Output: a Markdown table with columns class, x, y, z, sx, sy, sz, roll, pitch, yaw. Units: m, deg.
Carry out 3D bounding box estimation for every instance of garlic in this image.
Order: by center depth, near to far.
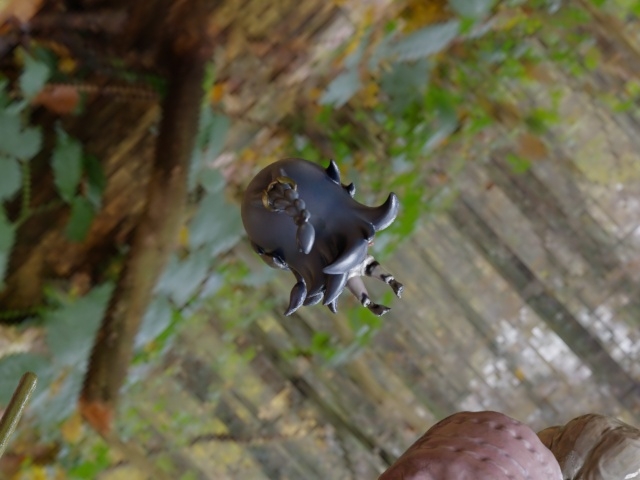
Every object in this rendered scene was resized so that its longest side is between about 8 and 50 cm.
| class | x | y | z | sx | sy | sz | roll | pitch | yaw |
| --- | --- | --- | --- | --- | --- | --- | --- | --- | --- |
| garlic | 0.305 | 0.299 | 1.622 | 0.152 | 0.228 | 0.228 | -28 | 171 | -41 |

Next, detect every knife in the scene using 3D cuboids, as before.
| class | x | y | z | sx | sy | sz | roll | pitch | yaw |
| --- | --- | --- | --- | --- | --- | --- | --- | --- | --- |
| knife | -0.341 | 0.238 | 1.438 | 0.343 | 0.027 | 0.061 | -72 | -172 | -51 |

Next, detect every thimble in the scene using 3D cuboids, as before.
| class | x | y | z | sx | sy | sz | roll | pitch | yaw |
| --- | --- | --- | --- | --- | --- | --- | --- | --- | --- |
| thimble | 0.125 | 0.249 | 1.278 | 0.125 | 0.163 | 0.189 | -36 | 157 | -54 |

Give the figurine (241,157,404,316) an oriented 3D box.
| class | x | y | z | sx | sy | sz | roll | pitch | yaw |
| --- | --- | --- | --- | --- | --- | --- | --- | --- | --- |
| figurine | -0.002 | -0.012 | 2.104 | 0.175 | 0.197 | 0.265 | -33 | -146 | -31 |
